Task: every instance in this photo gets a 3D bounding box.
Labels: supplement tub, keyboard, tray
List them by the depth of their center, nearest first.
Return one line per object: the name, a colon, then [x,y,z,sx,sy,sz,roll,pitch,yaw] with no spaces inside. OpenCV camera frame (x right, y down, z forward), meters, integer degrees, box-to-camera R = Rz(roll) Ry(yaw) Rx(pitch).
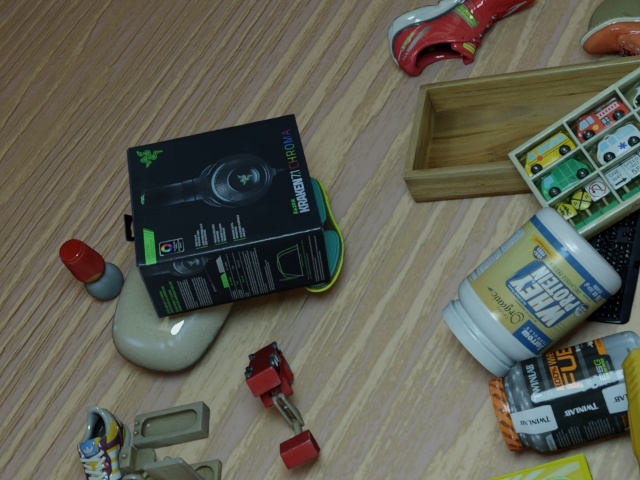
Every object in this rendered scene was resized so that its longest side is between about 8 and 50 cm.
supplement tub: [0.310,0.189,1.147,0.191,0.117,0.117,-19,48,12]
supplement tub: [0.272,0.070,1.222,0.200,0.144,0.144,-45,45,12]
keyboard: [0.389,0.024,1.297,0.100,0.038,0.192,3,54,28]
tray: [0.347,-0.172,1.452,0.411,0.076,0.202,-4,53,25]

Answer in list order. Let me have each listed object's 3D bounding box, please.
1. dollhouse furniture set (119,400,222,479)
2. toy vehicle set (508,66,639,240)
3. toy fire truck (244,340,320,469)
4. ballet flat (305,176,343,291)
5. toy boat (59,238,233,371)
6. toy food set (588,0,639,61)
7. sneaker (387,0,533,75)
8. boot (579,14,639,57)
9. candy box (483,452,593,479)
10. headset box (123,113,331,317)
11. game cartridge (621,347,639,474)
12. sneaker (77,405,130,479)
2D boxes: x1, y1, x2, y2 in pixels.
dollhouse furniture set: [-0.227,0.285,1.331,0.144,0.123,0.151,-14,49,16]
toy vehicle set: [0.418,-0.127,1.306,0.267,0.035,0.166,-34,61,11]
toy fire truck: [-0.053,0.225,1.311,0.047,0.135,0.192,-29,7,3]
ballet flat: [0.000,0.000,1.481,0.077,0.077,0.230,-16,50,8]
toy boat: [-0.274,0.075,1.530,0.318,0.148,0.267,14,66,26]
toy food set: [0.511,-0.359,1.552,0.133,0.038,0.192,-8,61,27]
sneaker: [0.260,-0.371,1.659,0.279,0.107,0.118,-24,65,11]
boot: [0.490,-0.309,1.478,0.158,0.059,0.084,-9,67,24]
candy box: [0.233,0.332,1.131,0.206,0.027,0.105,-19,44,11]
headset box: [-0.148,-0.039,1.400,0.283,0.131,0.246,-12,50,-2]
game cartridge: [0.474,0.261,0.978,0.286,0.052,0.323,7,51,-2]
sneaker: [-0.323,0.333,1.367,0.070,0.084,0.185,-21,47,10]
